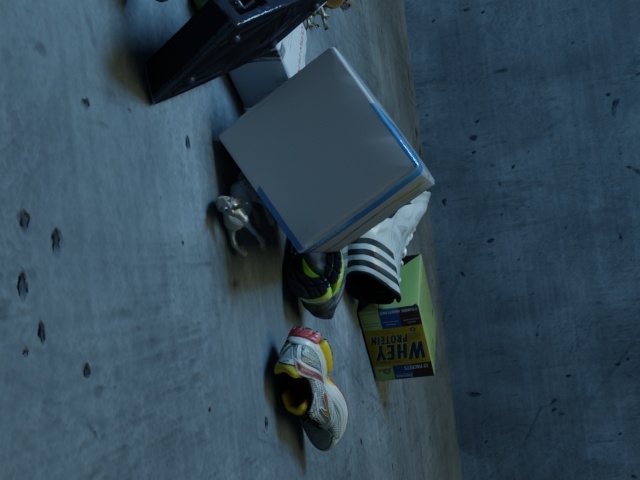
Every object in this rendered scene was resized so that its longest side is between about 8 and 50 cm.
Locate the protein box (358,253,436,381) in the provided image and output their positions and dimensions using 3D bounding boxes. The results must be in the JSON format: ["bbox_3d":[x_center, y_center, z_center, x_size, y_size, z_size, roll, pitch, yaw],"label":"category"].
[{"bbox_3d":[0.179,0.175,2.010,0.200,0.135,0.201,-77,155,-56],"label":"protein box"}]

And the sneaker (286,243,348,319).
[{"bbox_3d":[0.000,0.000,1.495,0.121,0.111,0.300,81,15,-52],"label":"sneaker"}]

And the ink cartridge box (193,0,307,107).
[{"bbox_3d":[-0.095,-0.320,1.256,0.219,0.092,0.160,66,22,-50],"label":"ink cartridge box"}]

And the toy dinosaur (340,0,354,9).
[{"bbox_3d":[0.102,-0.719,2.214,0.200,0.127,0.296,16,62,-68],"label":"toy dinosaur"}]

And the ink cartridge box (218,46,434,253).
[{"bbox_3d":[0.022,-0.114,1.261,0.198,0.197,0.270,55,10,8],"label":"ink cartridge box"}]

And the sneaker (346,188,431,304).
[{"bbox_3d":[0.128,0.004,1.929,0.447,0.169,0.258,-10,102,-68],"label":"sneaker"}]

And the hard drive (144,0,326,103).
[{"bbox_3d":[-0.090,-0.251,1.037,0.054,0.172,0.254,54,37,-4],"label":"hard drive"}]

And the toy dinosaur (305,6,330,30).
[{"bbox_3d":[-0.020,-0.474,1.763,0.183,0.053,0.093,59,11,-74],"label":"toy dinosaur"}]

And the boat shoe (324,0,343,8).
[{"bbox_3d":[0.047,-0.611,1.926,0.073,0.073,0.207,-94,-155,-74],"label":"boat shoe"}]

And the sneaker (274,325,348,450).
[{"bbox_3d":[-0.024,0.236,1.317,0.093,0.088,0.225,-53,138,-42],"label":"sneaker"}]

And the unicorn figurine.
[{"bbox_3d":[-0.103,-0.037,1.174,0.162,0.060,0.111,-102,166,-56],"label":"unicorn figurine"}]
